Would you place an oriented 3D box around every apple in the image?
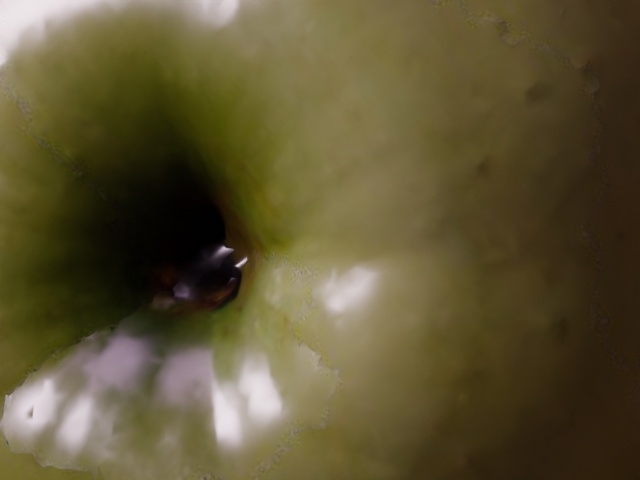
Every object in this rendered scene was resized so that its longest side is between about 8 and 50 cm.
[{"bbox_3d":[0.000,0.000,0.928,0.473,0.474,0.473,-24,5,2],"label":"apple"}]
